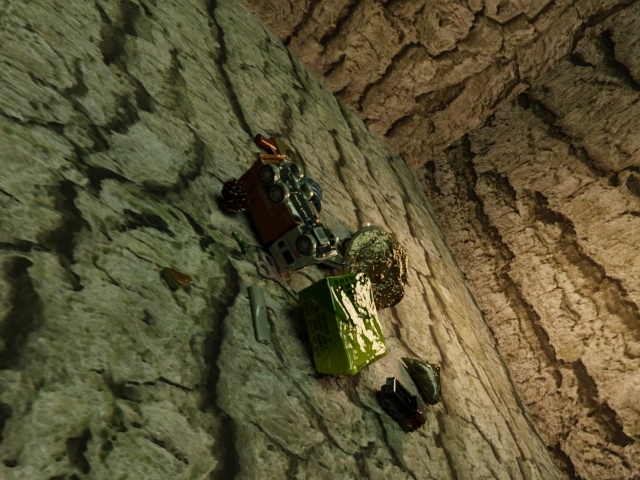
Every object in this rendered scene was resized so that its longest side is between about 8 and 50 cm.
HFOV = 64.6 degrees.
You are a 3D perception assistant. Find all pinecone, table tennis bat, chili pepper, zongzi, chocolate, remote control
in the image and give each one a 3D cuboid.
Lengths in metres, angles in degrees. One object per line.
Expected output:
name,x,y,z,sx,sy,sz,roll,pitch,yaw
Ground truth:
pinecone,-0.277,-0.141,1.596,0.102,0.102,0.110,-65,146,-64
table tennis bat,-0.176,-0.381,2.211,0.310,0.038,0.201,27,34,-53
chili pepper,-0.243,0.006,1.553,0.083,0.022,0.027,57,-10,10
zongzi,0.385,0.553,1.954,0.177,0.081,0.189,20,49,-18
chocolate,0.072,0.255,1.582,0.300,0.136,0.289,-1,75,-61
remote control,-0.167,0.202,1.412,0.049,0.027,0.184,30,33,-43

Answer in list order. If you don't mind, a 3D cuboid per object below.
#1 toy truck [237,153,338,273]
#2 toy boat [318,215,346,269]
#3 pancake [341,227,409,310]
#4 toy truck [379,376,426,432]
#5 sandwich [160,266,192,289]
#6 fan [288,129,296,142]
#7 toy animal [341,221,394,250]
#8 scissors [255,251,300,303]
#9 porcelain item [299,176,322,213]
toy truck,-0.118,-0.078,1.675,0.173,0.206,0.388,-12,72,-57
toy boat,0.000,0.000,1.901,0.262,0.115,0.114,53,23,-2
pancake,0.223,0.119,2.016,0.355,0.065,0.357,0,90,-35
toy truck,0.273,0.546,1.686,0.192,0.092,0.083,48,22,-13
sandwich,-0.344,0.097,1.215,0.083,0.031,0.044,31,28,-39
fan,-0.135,-0.517,2.510,0.056,0.004,0.083,14,45,-58
toy animal,0.228,0.018,2.272,0.257,0.194,0.357,28,8,0
scissors,-0.126,0.127,1.605,0.212,0.021,0.110,46,26,-15
porcelain item,-0.065,-0.158,1.960,0.147,0.147,0.114,42,26,-26
